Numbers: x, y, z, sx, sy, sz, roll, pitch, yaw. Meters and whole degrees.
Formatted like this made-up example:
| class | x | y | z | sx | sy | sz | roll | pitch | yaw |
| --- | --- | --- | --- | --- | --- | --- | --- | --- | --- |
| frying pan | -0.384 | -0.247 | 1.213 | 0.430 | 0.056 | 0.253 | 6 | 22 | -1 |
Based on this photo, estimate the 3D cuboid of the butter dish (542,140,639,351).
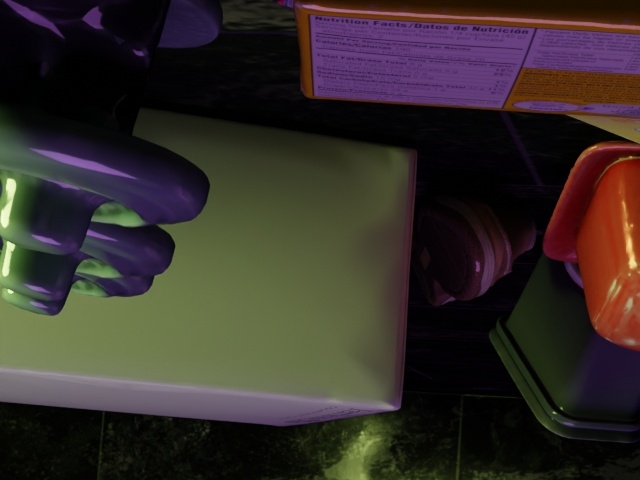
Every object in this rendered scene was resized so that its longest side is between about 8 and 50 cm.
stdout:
| class | x | y | z | sx | sy | sz | roll | pitch | yaw |
| --- | --- | --- | --- | --- | --- | --- | --- | --- | --- |
| butter dish | 0.204 | 0.024 | 0.910 | 0.160 | 0.118 | 0.160 | 5 | 157 | 0 |

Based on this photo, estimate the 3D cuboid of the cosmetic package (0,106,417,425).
| class | x | y | z | sx | sy | sz | roll | pitch | yaw |
| --- | --- | --- | --- | --- | --- | --- | --- | --- | --- |
| cosmetic package | -0.152 | 0.009 | 0.933 | 0.366 | 0.155 | 0.197 | 8 | 168 | -20 |

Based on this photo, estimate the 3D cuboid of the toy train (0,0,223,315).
| class | x | y | z | sx | sy | sz | roll | pitch | yaw |
| --- | --- | --- | --- | --- | --- | --- | --- | --- | --- |
| toy train | -0.123 | -0.066 | 0.510 | 0.190 | 0.142 | 0.334 | 15 | 170 | -7 |

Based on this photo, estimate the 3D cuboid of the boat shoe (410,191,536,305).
| class | x | y | z | sx | sy | sz | roll | pitch | yaw |
| --- | --- | --- | --- | --- | --- | --- | --- | --- | --- |
| boat shoe | 0.103 | -0.002 | 1.088 | 0.072 | 0.068 | 0.190 | -20 | 178 | -6 |

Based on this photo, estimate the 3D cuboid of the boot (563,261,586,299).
| class | x | y | z | sx | sy | sz | roll | pitch | yaw |
| --- | --- | --- | --- | --- | --- | --- | --- | --- | --- |
| boot | 0.278 | 0.026 | 1.086 | 0.244 | 0.088 | 0.176 | 11 | 173 | 11 |

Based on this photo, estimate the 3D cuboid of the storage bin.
| class | x | y | z | sx | sy | sz | roll | pitch | yaw |
| --- | --- | --- | --- | --- | --- | --- | --- | --- | --- |
| storage bin | 0.195 | 0.067 | 1.222 | 0.098 | 0.091 | 0.135 | 7 | -150 | -21 |

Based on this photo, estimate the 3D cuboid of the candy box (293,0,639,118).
| class | x | y | z | sx | sy | sz | roll | pitch | yaw |
| --- | --- | --- | --- | --- | --- | --- | --- | --- | --- |
| candy box | 0.096 | -0.057 | 0.495 | 0.206 | 0.027 | 0.105 | 4 | 169 | 0 |

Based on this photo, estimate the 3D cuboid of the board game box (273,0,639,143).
| class | x | y | z | sx | sy | sz | roll | pitch | yaw |
| --- | --- | --- | --- | --- | --- | --- | --- | --- | --- |
| board game box | 0.124 | -0.080 | 0.577 | 0.165 | 0.042 | 0.243 | -4 | 169 | 40 |
